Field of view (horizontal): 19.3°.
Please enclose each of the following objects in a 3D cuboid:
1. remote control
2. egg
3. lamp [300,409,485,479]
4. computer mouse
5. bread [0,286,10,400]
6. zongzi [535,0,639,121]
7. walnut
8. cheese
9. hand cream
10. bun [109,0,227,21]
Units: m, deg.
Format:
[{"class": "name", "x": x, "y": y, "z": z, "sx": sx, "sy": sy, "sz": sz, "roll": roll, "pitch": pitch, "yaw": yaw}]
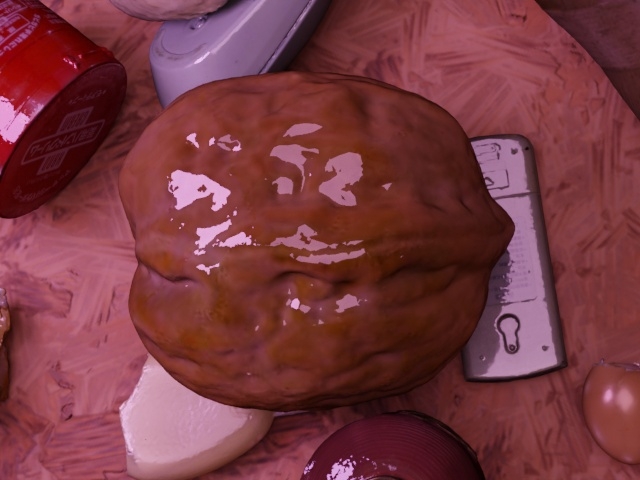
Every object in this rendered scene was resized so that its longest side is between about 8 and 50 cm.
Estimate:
[{"class": "remote control", "x": 0.168, "y": 0.017, "z": 1.776, "sx": 0.098, "sy": 0.038, "sz": 0.233, "roll": -9, "pitch": 80, "yaw": 7}, {"class": "egg", "x": 0.278, "y": 0.156, "z": 1.717, "sx": 0.080, "sy": 0.080, "sz": 0.096, "roll": 1, "pitch": 88, "yaw": 8}, {"class": "lamp", "x": 0.071, "y": 0.236, "z": 1.641, "sx": 0.180, "sy": 0.258, "sz": 0.180, "roll": 0, "pitch": 87, "yaw": 5}, {"class": "computer mouse", "x": -0.048, "y": -0.228, "z": 1.807, "sx": 0.288, "sy": 0.159, "sz": 0.097, "roll": -50, "pitch": 120, "yaw": -10}, {"class": "bread", "x": -0.379, "y": 0.112, "z": 1.785, "sx": 0.152, "sy": 0.147, "sz": 0.127, "roll": 0, "pitch": 93, "yaw": 14}, {"class": "zongzi", "x": 0.168, "y": -0.264, "z": 1.745, "sx": 0.500, "sy": 0.218, "sz": 0.467, "roll": 8, "pitch": 88, "yaw": 12}, {"class": "walnut", "x": 0.000, "y": -0.001, "z": 1.667, "sx": 0.344, "sy": 0.306, "sz": 0.306, "roll": -6, "pitch": 80, "yaw": 2}, {"class": "cheese", "x": -0.068, "y": 0.148, "z": 1.781, "sx": 0.255, "sy": 0.050, "sz": 0.127, "roll": -13, "pitch": 77, "yaw": 4}, {"class": "hand cream", "x": -0.288, "y": -0.128, "z": 1.786, "sx": 0.125, "sy": 0.193, "sz": 0.193, "roll": 39, "pitch": 87, "yaw": 13}, {"class": "bun", "x": -0.132, "y": -0.329, "z": 1.780, "sx": 0.259, "sy": 0.259, "sz": 0.160, "roll": -49, "pitch": 118, "yaw": -2}]
